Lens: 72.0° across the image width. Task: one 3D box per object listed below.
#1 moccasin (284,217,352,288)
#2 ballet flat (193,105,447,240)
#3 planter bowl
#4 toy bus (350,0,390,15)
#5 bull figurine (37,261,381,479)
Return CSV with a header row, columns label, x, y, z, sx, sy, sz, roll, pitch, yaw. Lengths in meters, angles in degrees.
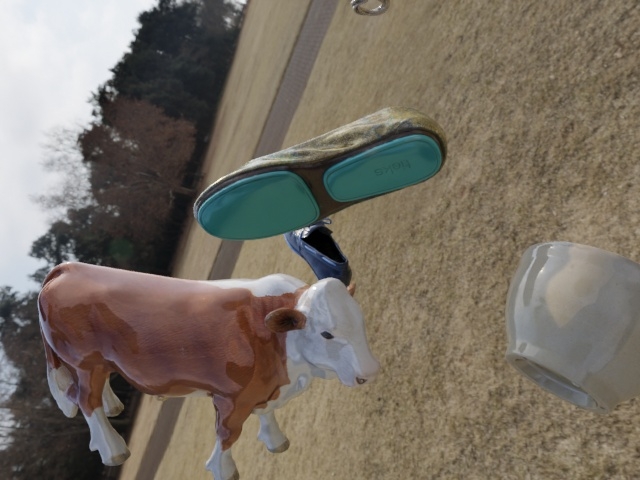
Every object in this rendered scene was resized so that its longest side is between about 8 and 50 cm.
label,x,y,z,sx,sy,sz,roll,pitch,yaw
moccasin,0.000,0.000,1.272,0.342,0.137,0.117,46,142,38
ballet flat,-0.005,-0.092,0.606,0.348,0.123,0.123,-17,47,14
planter bowl,0.247,0.092,0.423,0.109,0.162,0.162,-53,17,-12
toy bus,0.106,-0.321,0.406,0.191,0.201,0.105,18,-104,-67
bull figurine,-0.103,0.104,0.384,0.101,0.309,0.189,-36,-47,-71
